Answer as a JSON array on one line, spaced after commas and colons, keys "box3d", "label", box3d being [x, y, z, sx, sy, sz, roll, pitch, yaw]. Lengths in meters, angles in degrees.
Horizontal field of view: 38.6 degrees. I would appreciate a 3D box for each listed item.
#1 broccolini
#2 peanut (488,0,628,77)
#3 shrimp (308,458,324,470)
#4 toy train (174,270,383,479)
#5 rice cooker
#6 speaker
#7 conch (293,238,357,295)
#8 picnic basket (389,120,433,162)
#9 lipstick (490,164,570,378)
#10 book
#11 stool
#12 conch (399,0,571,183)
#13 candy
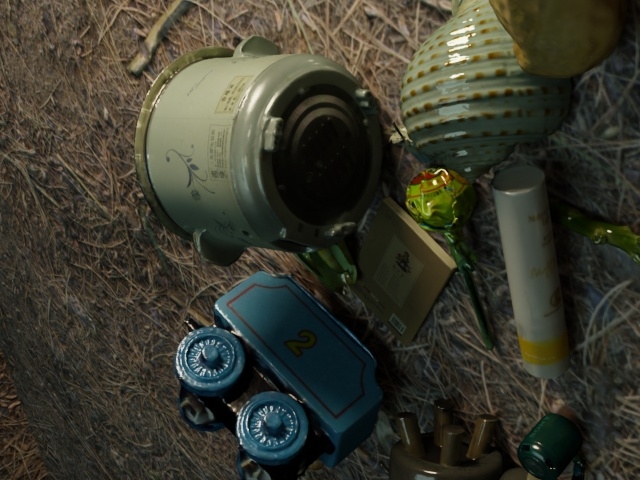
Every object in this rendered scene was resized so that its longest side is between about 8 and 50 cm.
[{"box3d": [0.319, 0.008, 0.945, 0.216, 0.058, 0.067, 27, 95, 49], "label": "broccolini"}, {"box3d": [0.202, -0.289, 0.783, 0.147, 0.147, 0.319, 17, 136, 46], "label": "peanut"}, {"box3d": [-0.061, 0.290, 1.642, 0.169, 0.058, 0.296, 26, 137, 44], "label": "shrimp"}, {"box3d": [-0.071, 0.212, 1.401, 0.300, 0.265, 0.188, 43, 152, 22], "label": "toy train"}, {"box3d": [-0.085, -0.114, 1.181, 0.316, 0.264, 0.317, -10, 75, 42], "label": "rice cooker"}, {"box3d": [0.291, 0.270, 1.142, 0.060, 0.075, 0.094, 13, 134, 48], "label": "speaker"}, {"box3d": [0.000, 0.000, 1.317, 0.170, 0.079, 0.106, 52, 156, 2], "label": "conch"}, {"box3d": [0.117, -0.130, 1.082, 0.083, 0.065, 0.083, 18, 144, 45], "label": "picnic basket"}, {"box3d": [0.238, 0.040, 1.023, 0.059, 0.059, 0.264, 20, 138, 44], "label": "lipstick"}, {"box3d": [0.107, 0.047, 1.267, 0.138, 0.016, 0.199, 47, 145, 19], "label": "book"}, {"box3d": [0.196, 0.306, 1.255, 0.153, 0.228, 0.139, -77, -11, -80], "label": "stool"}, {"box3d": [0.154, -0.159, 0.948, 0.172, 0.131, 0.200, 5, 119, 52], "label": "conch"}, {"box3d": [0.176, 0.027, 1.128, 0.077, 0.073, 0.262, 0, 121, 41], "label": "candy"}]
